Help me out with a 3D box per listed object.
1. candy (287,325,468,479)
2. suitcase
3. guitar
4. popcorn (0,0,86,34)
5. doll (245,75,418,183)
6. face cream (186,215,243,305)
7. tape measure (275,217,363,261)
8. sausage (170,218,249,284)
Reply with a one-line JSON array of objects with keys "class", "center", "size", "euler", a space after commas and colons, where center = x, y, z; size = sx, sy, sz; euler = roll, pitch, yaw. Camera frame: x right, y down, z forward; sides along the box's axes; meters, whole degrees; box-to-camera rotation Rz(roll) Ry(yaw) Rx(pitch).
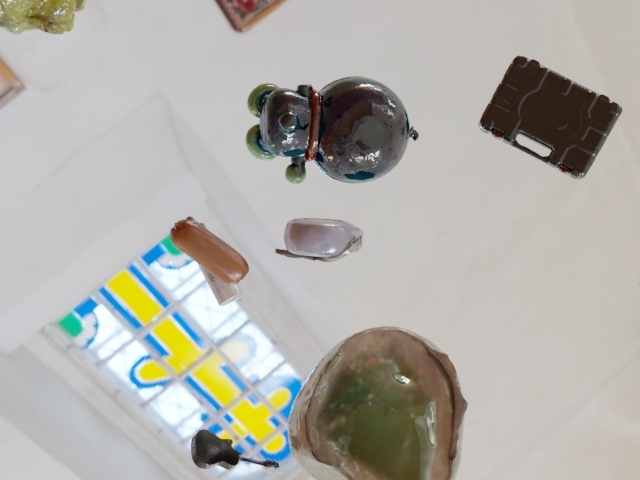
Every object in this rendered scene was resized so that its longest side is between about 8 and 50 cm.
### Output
[{"class": "candy", "center": [0.137, 0.391, 1.765], "size": [0.386, 0.186, 0.426], "euler": [18, -117, 12]}, {"class": "suitcase", "center": [0.547, -0.294, 1.886], "size": [0.206, 0.286, 0.066], "euler": [-62, 173, 5]}, {"class": "guitar", "center": [-0.192, 0.495, 1.807], "size": [0.025, 0.233, 0.088], "euler": [-48, -144, 32]}, {"class": "popcorn", "center": [-0.779, -0.672, 2.109], "size": [0.277, 0.225, 0.276], "euler": [4, -177, 0]}, {"class": "doll", "center": [0.028, -0.204, 1.460], "size": [0.322, 0.198, 0.186], "euler": [-2, -172, -12]}, {"class": "face cream", "center": [-0.354, 0.058, 2.537], "size": [0.092, 0.311, 0.092], "euler": [-27, 172, -4]}, {"class": "tape measure", "center": [-0.004, 0.000, 1.927], "size": [0.179, 0.105, 0.196], "euler": [2, -174, -28]}, {"class": "sausage", "center": [-0.249, 0.024, 1.767], "size": [0.076, 0.198, 0.076], "euler": [-49, -166, 16]}]
